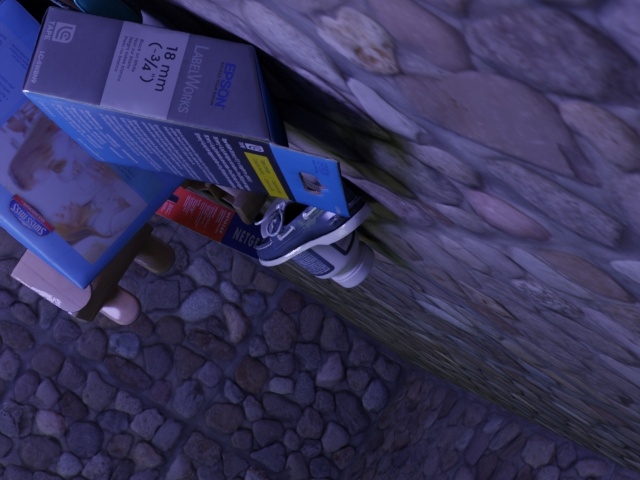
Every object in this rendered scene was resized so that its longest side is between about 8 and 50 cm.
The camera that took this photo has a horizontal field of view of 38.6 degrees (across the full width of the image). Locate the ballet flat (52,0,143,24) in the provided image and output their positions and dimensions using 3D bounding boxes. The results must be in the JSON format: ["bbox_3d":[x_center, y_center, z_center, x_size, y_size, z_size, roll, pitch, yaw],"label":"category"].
[{"bbox_3d":[-0.270,-0.282,0.973,0.070,0.070,0.188,26,167,45],"label":"ballet flat"}]

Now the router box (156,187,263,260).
[{"bbox_3d":[-0.285,-0.058,2.218,0.301,0.082,0.335,25,178,20],"label":"router box"}]

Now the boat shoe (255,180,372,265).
[{"bbox_3d":[-0.028,-0.026,1.321,0.079,0.095,0.254,52,149,-11],"label":"boat shoe"}]

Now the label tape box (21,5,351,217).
[{"bbox_3d":[-0.121,-0.136,1.021,0.333,0.106,0.240,13,170,7],"label":"label tape box"}]

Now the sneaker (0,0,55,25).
[{"bbox_3d":[-0.441,-0.353,1.297,0.170,0.051,0.089,39,172,-13],"label":"sneaker"}]

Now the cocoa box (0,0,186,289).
[{"bbox_3d":[-0.410,-0.137,1.302,0.347,0.231,0.228,47,166,-27],"label":"cocoa box"}]

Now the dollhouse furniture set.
[{"bbox_3d":[-0.320,-0.001,1.746,0.256,0.394,0.362,32,173,7],"label":"dollhouse furniture set"}]

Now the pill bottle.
[{"bbox_3d":[0.000,0.000,1.503,0.180,0.108,0.108,37,172,-30],"label":"pill bottle"}]
